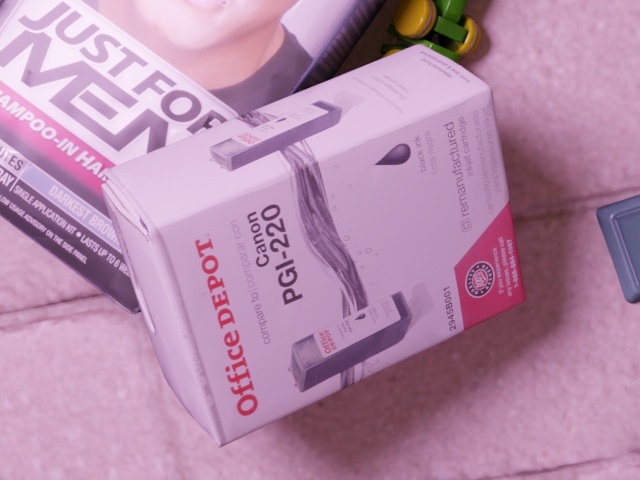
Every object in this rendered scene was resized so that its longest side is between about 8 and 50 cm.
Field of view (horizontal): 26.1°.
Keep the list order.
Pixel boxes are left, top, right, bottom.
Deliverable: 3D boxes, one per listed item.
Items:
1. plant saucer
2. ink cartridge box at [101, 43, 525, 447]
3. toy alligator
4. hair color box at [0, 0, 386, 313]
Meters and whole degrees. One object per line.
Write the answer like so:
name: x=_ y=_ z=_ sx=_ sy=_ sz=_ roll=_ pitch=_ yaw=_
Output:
plant saucer: x=0.279 y=-0.020 z=0.886 sx=0.192 sy=0.018 sz=0.067 roll=-19 pitch=88 yaw=7
ink cartridge box: x=0.000 y=0.000 z=0.814 sx=0.218 sy=0.092 sz=0.158 roll=-23 pitch=122 yaw=-15
toy alligator: x=0.071 y=-0.147 z=0.895 sx=0.051 sy=0.056 sz=0.189 roll=21 pitch=94 yaw=47
hair color box: x=-0.073 y=-0.158 z=0.878 sx=0.185 sy=0.113 sz=0.374 roll=36 pitch=94 yaw=5
